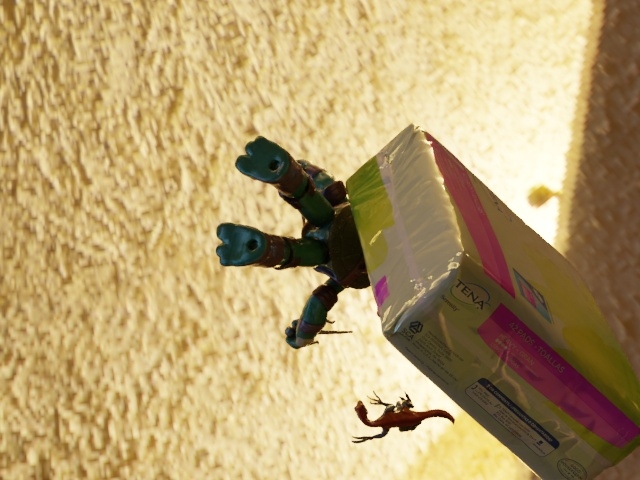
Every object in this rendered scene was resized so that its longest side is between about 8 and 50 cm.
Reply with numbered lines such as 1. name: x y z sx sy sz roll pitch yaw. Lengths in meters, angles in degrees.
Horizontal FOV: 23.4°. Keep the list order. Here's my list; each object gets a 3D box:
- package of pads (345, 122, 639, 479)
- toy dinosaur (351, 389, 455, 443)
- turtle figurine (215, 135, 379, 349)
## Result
1. package of pads: 0.141 0.049 1.249 0.229 0.296 0.101 41 -74 -21
2. toy dinosaur: 0.069 0.161 1.451 0.090 0.082 0.047 -12 -95 22
3. turtle figurine: 0.000 0.000 1.404 0.118 0.175 0.234 -11 -23 27
